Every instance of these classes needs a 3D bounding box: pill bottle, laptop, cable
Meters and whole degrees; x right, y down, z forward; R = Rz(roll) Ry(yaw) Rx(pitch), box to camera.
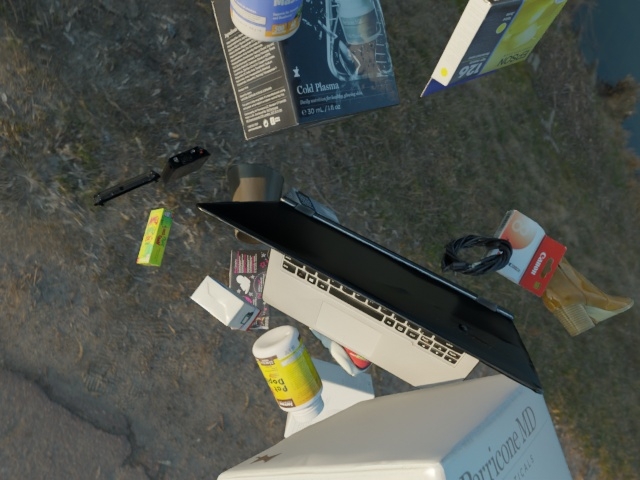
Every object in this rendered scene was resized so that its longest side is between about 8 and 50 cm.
[{"bbox_3d":[-0.098,-0.541,0.953,0.152,0.272,0.152,4,62,-8],"label":"pill bottle"},{"bbox_3d":[0.045,0.120,0.690,0.236,0.381,0.408,-51,164,-43],"label":"laptop"},{"bbox_3d":[-0.069,0.320,1.176,0.117,0.117,0.215,-30,106,-24],"label":"pill bottle"},{"bbox_3d":[0.350,0.023,1.105,0.184,0.150,0.047,-44,120,-57],"label":"cable"}]

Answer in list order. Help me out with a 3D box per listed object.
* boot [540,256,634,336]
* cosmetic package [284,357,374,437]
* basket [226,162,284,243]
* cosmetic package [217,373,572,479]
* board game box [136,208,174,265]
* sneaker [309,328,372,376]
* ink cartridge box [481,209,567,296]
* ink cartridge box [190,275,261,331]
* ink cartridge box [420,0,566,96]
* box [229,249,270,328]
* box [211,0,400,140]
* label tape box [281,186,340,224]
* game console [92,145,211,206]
[{"bbox_3d":[0.682,0.116,1.299,0.295,0.104,0.211,-11,66,-34],"label":"boot"},{"bbox_3d":[0.026,0.521,1.567,0.224,0.138,0.224,17,103,-4],"label":"cosmetic package"},{"bbox_3d":[-0.217,-0.116,1.645,0.204,0.154,0.227,15,58,-30],"label":"basket"},{"bbox_3d":[0.133,0.418,0.612,0.329,0.327,0.394,-4,75,-52],"label":"cosmetic package"},{"bbox_3d":[-0.536,-0.009,1.609,0.043,0.092,0.182,22,73,-39],"label":"board game box"},{"bbox_3d":[0.034,0.201,1.224,0.118,0.107,0.279,-41,95,-6],"label":"sneaker"},{"bbox_3d":[0.493,0.034,1.180,0.179,0.045,0.146,30,86,-3],"label":"ink cartridge box"},{"bbox_3d":[-0.255,0.185,1.402,0.134,0.231,0.078,34,82,14],"label":"ink cartridge box"},{"bbox_3d":[0.432,-0.487,1.228,0.303,0.307,0.072,-25,67,-25],"label":"ink cartridge box"},{"bbox_3d":[-0.249,0.175,1.746,0.142,0.163,0.248,2,64,-7],"label":"box"},{"bbox_3d":[-0.037,-0.612,1.589,0.479,0.297,0.472,-23,103,-38],"label":"box"},{"bbox_3d":[0.000,0.000,1.753,0.115,0.348,0.249,-43,138,18],"label":"label tape box"},{"bbox_3d":[-0.505,-0.182,1.481,0.361,0.213,0.044,-29,96,-24],"label":"game console"}]
